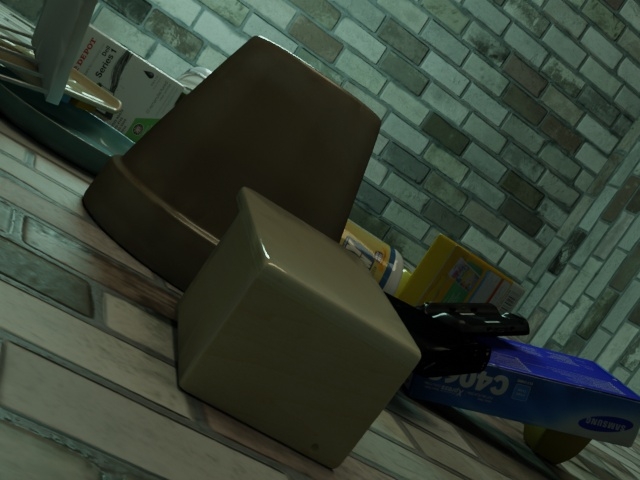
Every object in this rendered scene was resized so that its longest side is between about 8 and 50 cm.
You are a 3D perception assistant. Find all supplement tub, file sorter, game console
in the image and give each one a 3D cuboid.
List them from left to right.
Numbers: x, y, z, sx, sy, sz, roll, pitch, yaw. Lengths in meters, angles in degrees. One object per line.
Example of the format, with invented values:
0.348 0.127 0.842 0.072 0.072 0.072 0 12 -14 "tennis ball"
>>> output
-0.436 -0.354 1.214 0.173 0.193 0.278 17 21 -30 "file sorter"
0.009 0.030 1.284 0.199 0.144 0.144 32 5 -12 "supplement tub"
0.173 0.119 1.169 0.361 0.044 0.213 4 17 -46 "game console"

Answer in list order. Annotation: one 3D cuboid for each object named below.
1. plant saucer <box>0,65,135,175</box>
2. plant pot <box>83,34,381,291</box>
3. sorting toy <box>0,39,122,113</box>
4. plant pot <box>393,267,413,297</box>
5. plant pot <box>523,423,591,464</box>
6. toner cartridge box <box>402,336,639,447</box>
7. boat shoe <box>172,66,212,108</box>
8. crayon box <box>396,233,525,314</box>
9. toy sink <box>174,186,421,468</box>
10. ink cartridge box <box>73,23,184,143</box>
-0.367 -0.161 1.281 0.317 0.044 0.317 34 5 -3 "plant saucer"
-0.080 -0.083 1.053 0.323 0.280 0.323 33 4 -3 "plant pot"
-0.445 -0.267 1.377 0.193 0.038 0.208 35 10 15 "sorting toy"
0.175 0.114 1.805 0.134 0.095 0.134 34 6 -4 "plant pot"
0.369 0.303 1.352 0.081 0.083 0.081 33 6 -15 "plant pot"
0.275 0.199 1.237 0.347 0.075 0.165 15 11 -12 "toner cartridge box"
-0.191 -0.225 1.855 0.367 0.136 0.156 42 42 0 "boat shoe"
0.249 0.117 1.637 0.083 0.203 0.323 38 6 38 "crayon box"
-0.035 0.068 0.759 0.152 0.131 0.234 32 10 -19 "toy sink"
-0.407 -0.303 1.687 0.219 0.160 0.092 31 6 -23 "ink cartridge box"
